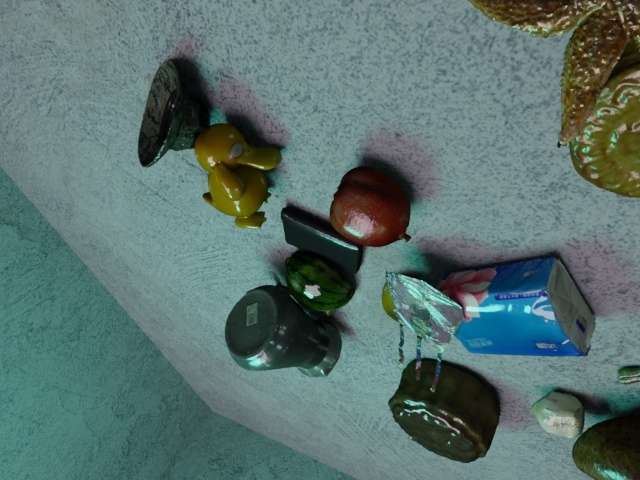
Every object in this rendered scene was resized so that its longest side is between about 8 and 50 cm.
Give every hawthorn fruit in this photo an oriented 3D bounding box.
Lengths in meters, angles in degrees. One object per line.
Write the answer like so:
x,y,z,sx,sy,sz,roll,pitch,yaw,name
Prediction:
0.115,-0.062,0.977,0.188,0.169,0.169,30,145,4,hawthorn fruit

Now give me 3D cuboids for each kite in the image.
0.239,0.225,1.120,0.204,0.022,0.361,28,139,32,kite

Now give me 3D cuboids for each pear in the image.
0.216,0.163,1.199,0.141,0.104,0.141,23,140,21,pear

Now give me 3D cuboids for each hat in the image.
-0.339,-0.284,1.103,0.128,0.266,0.265,12,164,-40,hat

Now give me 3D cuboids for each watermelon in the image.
-0.021,0.131,1.333,0.232,0.127,0.204,29,158,6,watermelon

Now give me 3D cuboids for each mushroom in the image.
0.738,0.576,1.053,0.331,0.356,0.334,40,178,18,mushroom

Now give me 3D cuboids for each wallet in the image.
0.000,0.000,1.241,0.250,0.044,0.149,24,148,17,wallet

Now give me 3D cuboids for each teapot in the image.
-0.116,0.285,1.448,0.344,0.253,0.300,36,-161,-47,teapot

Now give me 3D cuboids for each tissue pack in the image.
0.410,0.157,0.994,0.269,0.137,0.209,-14,123,48,tissue pack

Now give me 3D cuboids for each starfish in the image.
0.314,-0.254,0.516,0.299,0.060,0.303,-10,83,23,starfish

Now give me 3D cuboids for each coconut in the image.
0.613,0.447,1.193,0.124,0.110,0.110,5,135,30,coconut

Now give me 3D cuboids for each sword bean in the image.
0.747,0.272,0.936,0.269,0.038,0.043,-23,90,51,sword bean

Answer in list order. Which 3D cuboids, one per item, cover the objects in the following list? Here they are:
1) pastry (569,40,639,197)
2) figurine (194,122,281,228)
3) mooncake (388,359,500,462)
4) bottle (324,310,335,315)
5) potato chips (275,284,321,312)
0.456,-0.172,0.595,0.235,0.132,0.240,11,146,19,pastry
-0.204,-0.159,1.107,0.215,0.215,0.228,28,131,11,figurine
0.379,0.530,1.419,0.324,0.187,0.324,25,145,19,mooncake
0.003,0.188,1.442,0.101,0.047,0.063,36,176,28,bottle
-0.072,0.188,1.532,0.204,0.037,0.026,22,134,27,potato chips
